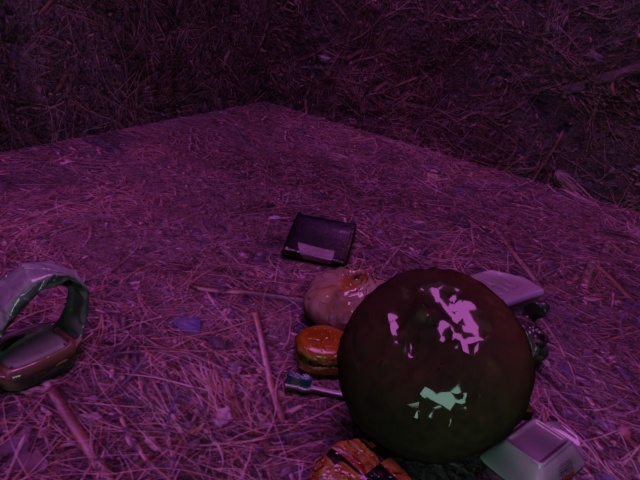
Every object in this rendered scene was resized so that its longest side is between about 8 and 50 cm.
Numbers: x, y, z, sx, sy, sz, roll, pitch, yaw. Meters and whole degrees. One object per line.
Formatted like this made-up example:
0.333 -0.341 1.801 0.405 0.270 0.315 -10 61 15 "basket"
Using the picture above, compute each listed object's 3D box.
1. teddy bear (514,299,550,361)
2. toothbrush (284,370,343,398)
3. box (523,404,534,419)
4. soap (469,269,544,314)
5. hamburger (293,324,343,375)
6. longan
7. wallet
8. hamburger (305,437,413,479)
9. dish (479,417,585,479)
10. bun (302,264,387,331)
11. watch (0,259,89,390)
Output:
0.533 0.247 1.635 0.144 0.171 0.251 42 32 20 "teddy bear"
0.123 0.358 1.445 0.417 0.040 0.042 12 24 0 "toothbrush"
0.384 0.362 1.479 0.193 0.030 0.121 8 25 -14 "box"
0.491 0.171 1.849 0.289 0.095 0.172 -11 31 -33 "soap"
0.007 0.267 1.546 0.147 0.083 0.138 7 21 -6 "hamburger"
0.227 0.253 1.269 0.390 0.392 0.391 6 25 -3 "longan"
0.000 0.000 2.132 0.220 0.072 0.262 14 29 3 "wallet"
0.069 0.466 1.125 0.230 0.107 0.231 12 27 -6 "hamburger"
0.464 0.434 1.333 0.234 0.064 0.154 -15 32 -40 "dish"
0.092 0.150 1.722 0.286 0.146 0.287 2 18 -1 "bun"
-0.633 0.172 1.395 0.161 0.241 0.253 25 31 30 "watch"
